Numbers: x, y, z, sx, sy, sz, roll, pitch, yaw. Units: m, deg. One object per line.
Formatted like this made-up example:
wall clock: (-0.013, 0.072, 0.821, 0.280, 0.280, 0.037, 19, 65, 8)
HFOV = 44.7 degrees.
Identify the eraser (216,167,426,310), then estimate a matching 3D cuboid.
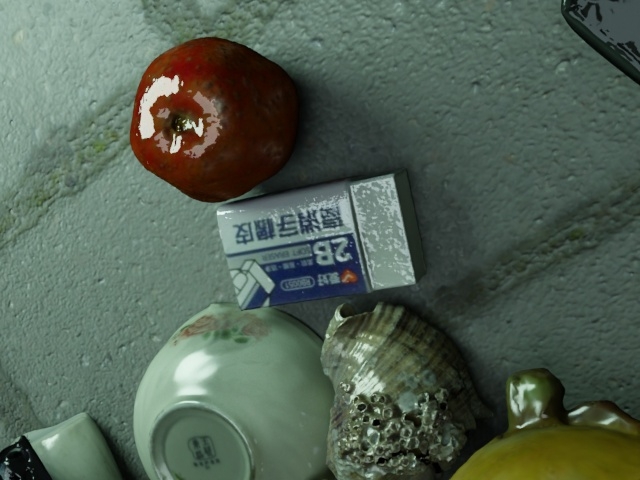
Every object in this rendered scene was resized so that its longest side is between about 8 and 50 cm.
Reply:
eraser: (0.000, 0.000, 0.855, 0.210, 0.068, 0.125, -9, 97, 22)

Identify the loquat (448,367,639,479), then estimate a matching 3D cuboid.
loquat: (0.234, 0.291, 0.698, 0.328, 0.328, 0.360, -20, 70, 23)

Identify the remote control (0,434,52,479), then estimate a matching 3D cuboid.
remote control: (-0.420, 0.381, 1.021, 0.145, 0.062, 0.399, 55, 136, 12)

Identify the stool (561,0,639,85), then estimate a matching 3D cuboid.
stool: (0.316, -0.230, 0.643, 0.232, 0.141, 0.232, 4, 103, 19)

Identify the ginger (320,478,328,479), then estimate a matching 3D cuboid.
ginger: (0.099, 0.400, 0.837, 0.080, 0.166, 0.333, -34, 113, -7)

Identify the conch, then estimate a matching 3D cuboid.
conch: (0.082, 0.176, 0.830, 0.163, 0.178, 0.246, -25, 85, 62)

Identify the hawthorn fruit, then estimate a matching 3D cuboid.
hawthorn fruit: (-0.112, -0.123, 0.814, 0.189, 0.189, 0.189, 5, 103, 20)

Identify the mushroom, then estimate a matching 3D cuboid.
mushroom: (-0.292, 0.381, 1.036, 0.329, 0.122, 0.159, 56, 150, 3)

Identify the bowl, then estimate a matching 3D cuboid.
bowl: (-0.107, 0.222, 0.906, 0.276, 0.145, 0.277, 5, 106, 20)
